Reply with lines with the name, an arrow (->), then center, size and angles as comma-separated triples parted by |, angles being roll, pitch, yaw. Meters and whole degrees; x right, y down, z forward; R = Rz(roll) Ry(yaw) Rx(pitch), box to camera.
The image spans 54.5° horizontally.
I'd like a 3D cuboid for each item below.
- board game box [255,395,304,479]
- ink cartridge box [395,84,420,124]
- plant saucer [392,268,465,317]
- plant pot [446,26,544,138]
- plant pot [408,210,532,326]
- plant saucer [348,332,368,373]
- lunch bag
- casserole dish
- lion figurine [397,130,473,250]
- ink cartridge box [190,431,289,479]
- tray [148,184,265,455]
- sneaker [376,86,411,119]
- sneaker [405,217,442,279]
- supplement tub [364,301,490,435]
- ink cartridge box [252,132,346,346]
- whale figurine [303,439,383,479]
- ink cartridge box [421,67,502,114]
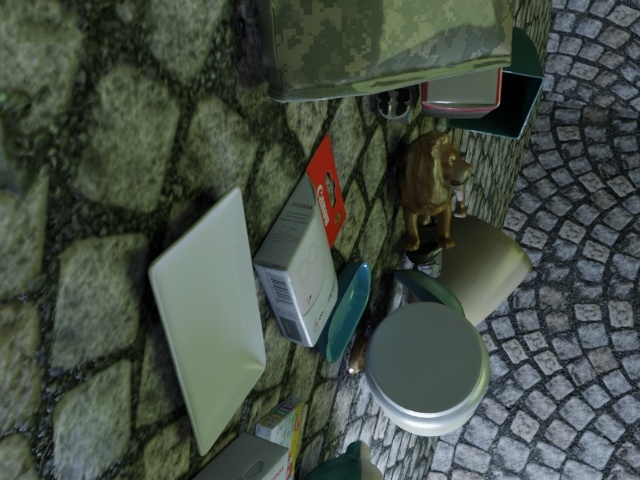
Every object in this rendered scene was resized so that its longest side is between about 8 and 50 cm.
board game box -> -0.067, 0.319, 0.909 | 0.103, 0.026, 0.154 | -22, 123, -64
ink cartridge box -> 0.155, -0.256, 1.106 | 0.048, 0.028, 0.083 | 55, 51, -63
plant saucer -> 0.239, 0.112, 1.309 | 0.037, 0.195, 0.195 | -49, 154, -6
plant pot -> 0.387, -0.378, 1.389 | 0.166, 0.165, 0.234 | 98, 4, -51
plant pot -> 0.338, 0.113, 1.540 | 0.274, 0.256, 0.256 | -53, 153, -11
plant saucer -> 0.079, 0.226, 1.226 | 0.083, 0.015, 0.084 | 14, 90, -68
lunch bag -> 0.054, -0.281, 0.633 | 0.286, 0.169, 0.236 | -17, 120, -26
casserole dish -> 0.035, 0.114, 1.023 | 0.114, 0.036, 0.188 | 80, 31, -45
lion figurine -> 0.237, -0.127, 1.285 | 0.392, 0.142, 0.241 | -59, 146, -69
ink cartridge box -> -0.105, 0.350, 0.771 | 0.127, 0.072, 0.175 | -26, 127, -62
tray -> -0.115, 0.088, 0.647 | 0.145, 0.030, 0.271 | -54, 149, -46
sneaker -> 0.117, -0.279, 0.979 | 0.071, 0.068, 0.170 | -78, 177, -70
sneaker -> 0.240, 0.042, 1.371 | 0.229, 0.086, 0.132 | -47, 135, -63
supplement tub -> 0.211, 0.259, 1.237 | 0.325, 0.235, 0.236 | 64, 44, -67
ink cartridge box -> 0.000, 0.000, 0.848 | 0.232, 0.066, 0.189 | -58, 152, -29
whale figurine -> 0.024, 0.463, 1.125 | 0.272, 0.141, 0.217 | 152, -47, -86
ink cartridge box -> 0.226, -0.309, 1.012 | 0.283, 0.117, 0.208 | -41, 133, -79
